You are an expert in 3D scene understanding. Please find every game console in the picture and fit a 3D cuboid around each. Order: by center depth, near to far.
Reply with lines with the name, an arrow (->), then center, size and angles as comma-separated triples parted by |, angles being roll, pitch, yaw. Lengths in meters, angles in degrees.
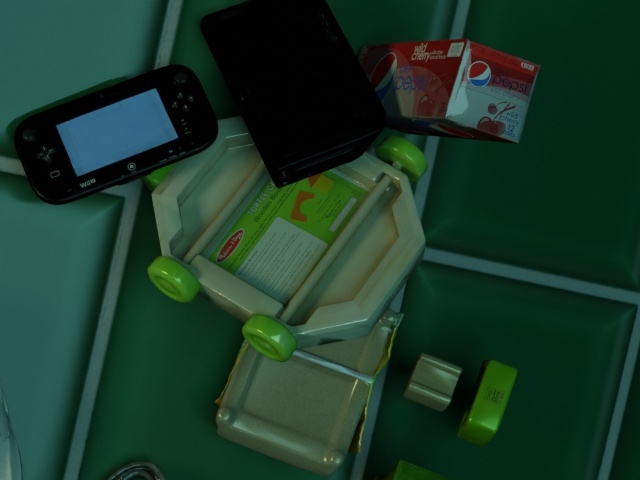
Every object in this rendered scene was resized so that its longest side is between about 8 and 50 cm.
game console -> -0.128, -0.125, 1.495 | 0.361, 0.044, 0.213 | -22, 62, -9

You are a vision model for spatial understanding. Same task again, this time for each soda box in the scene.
soda box -> 0.121, -0.157, 1.530 | 0.092, 0.263, 0.083 | 16, 90, -23

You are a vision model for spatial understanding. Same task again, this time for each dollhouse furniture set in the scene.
dollhouse furniture set -> 0.043, 0.184, 1.649 | 0.301, 0.151, 0.198 | 22, 74, 1

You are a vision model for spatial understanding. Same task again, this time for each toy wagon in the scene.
toy wagon -> -0.064, -0.038, 1.508 | 0.344, 0.068, 0.267 | 30, 66, 17

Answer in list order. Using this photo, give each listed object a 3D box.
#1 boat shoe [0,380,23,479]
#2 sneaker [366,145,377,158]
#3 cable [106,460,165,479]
boat shoe -> -0.359, 0.172, 1.475 | 0.096, 0.088, 0.267 | -13, 101, -20
sneaker -> 0.000, 0.000, 1.601 | 0.217, 0.079, 0.121 | -34, 107, -15
cable -> -0.270, 0.349, 1.525 | 0.287, 0.072, 0.139 | -35, 71, -10
